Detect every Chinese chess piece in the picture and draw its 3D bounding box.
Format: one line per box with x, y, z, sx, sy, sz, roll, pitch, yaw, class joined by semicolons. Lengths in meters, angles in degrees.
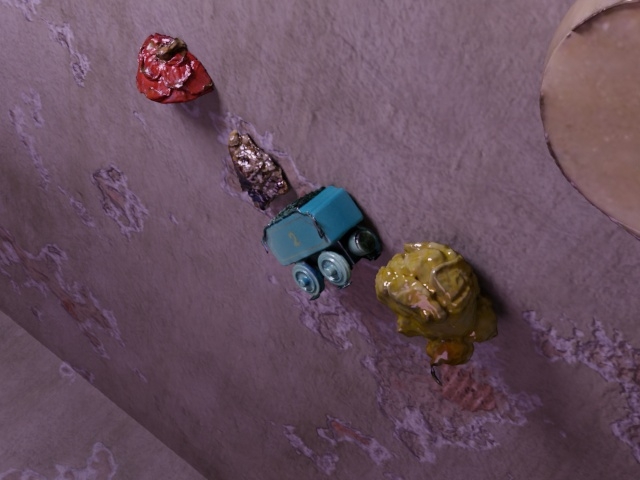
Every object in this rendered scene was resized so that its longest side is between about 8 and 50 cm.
0.397;-0.144;0.944;0.338;0.140;0.338;29;145;23;Chinese chess piece

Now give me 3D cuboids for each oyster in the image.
-0.122;-0.125;1.589;0.103;0.051;0.148;-27;96;48;oyster

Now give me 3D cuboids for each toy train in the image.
0.000;0.000;1.549;0.163;0.112;0.203;55;145;-6;toy train

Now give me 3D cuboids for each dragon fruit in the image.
-0.274;-0.293;1.540;0.162;0.083;0.106;21;138;34;dragon fruit

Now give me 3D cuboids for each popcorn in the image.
0.178;0.101;1.430;0.168;0.173;0.195;-6;128;34;popcorn
